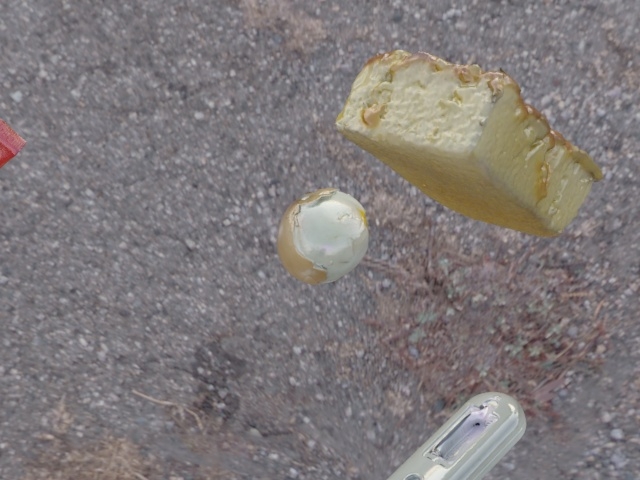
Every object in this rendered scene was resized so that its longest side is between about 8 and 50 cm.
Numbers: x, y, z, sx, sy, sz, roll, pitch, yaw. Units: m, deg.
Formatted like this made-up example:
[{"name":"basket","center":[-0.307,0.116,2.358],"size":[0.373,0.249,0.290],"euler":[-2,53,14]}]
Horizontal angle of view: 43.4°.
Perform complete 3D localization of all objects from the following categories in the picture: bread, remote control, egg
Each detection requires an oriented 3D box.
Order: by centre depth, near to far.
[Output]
[{"name":"egg","center":[0.000,0.000,0.637],"size":[0.071,0.083,0.071],"euler":[11,55,-16]},{"name":"bread","center":[0.162,-0.099,0.850],"size":[0.184,0.274,0.114],"euler":[20,87,40]},{"name":"remote control","center":[0.145,0.245,0.898],"size":[0.221,0.042,0.078],"euler":[-35,30,-26]}]

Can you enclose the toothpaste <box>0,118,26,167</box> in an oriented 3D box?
[{"name":"toothpaste","center":[-0.233,0.001,0.424],"size":[0.031,0.048,0.190],"euler":[7,56,47]}]
